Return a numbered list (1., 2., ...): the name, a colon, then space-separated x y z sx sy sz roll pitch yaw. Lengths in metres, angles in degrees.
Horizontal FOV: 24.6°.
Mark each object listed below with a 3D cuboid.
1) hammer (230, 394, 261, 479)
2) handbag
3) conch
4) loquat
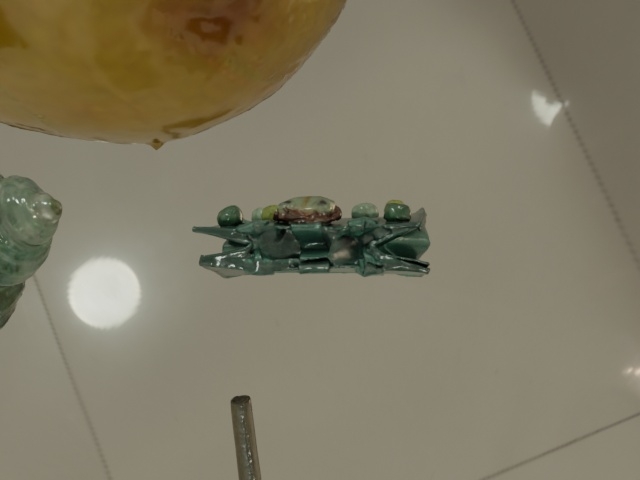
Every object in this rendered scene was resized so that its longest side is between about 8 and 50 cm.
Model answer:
1. hammer: -0.067 0.346 1.587 0.043 0.111 0.365 -6 101 4
2. handbag: 0.000 -0.005 1.744 0.268 0.274 0.100 0 88 6
3. conch: -0.414 0.005 1.786 0.277 0.195 0.220 -28 63 28
4. loquat: -0.083 -0.136 0.584 0.208 0.208 0.208 0 76 2
